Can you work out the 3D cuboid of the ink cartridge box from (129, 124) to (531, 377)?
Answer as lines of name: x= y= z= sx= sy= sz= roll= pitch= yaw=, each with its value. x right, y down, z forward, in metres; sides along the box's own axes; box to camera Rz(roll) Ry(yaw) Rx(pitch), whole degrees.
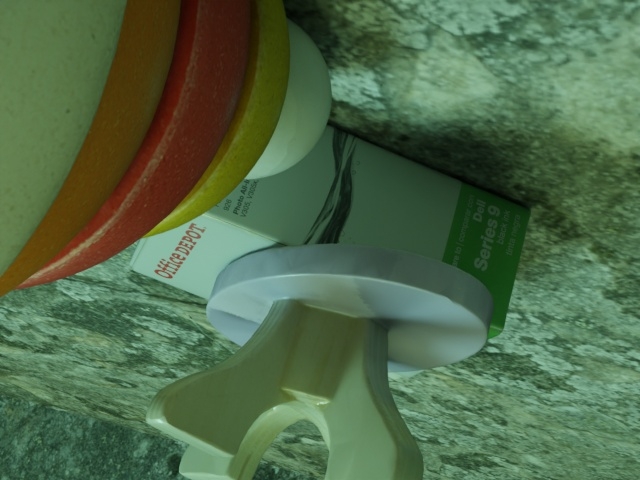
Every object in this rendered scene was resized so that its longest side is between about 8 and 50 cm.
ink cartridge box: x=0.000 y=0.000 z=0.968 sx=0.289 sy=0.122 sz=0.211 roll=22 pitch=158 yaw=-11

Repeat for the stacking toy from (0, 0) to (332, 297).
stacking toy: x=-0.138 y=-0.103 z=0.610 sx=0.350 sy=0.351 sz=0.480 roll=8 pitch=-179 yaw=25

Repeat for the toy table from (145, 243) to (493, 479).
toy table: x=-0.004 y=0.114 z=0.864 sx=0.252 sy=0.161 sz=0.274 roll=28 pitch=155 yaw=-22
